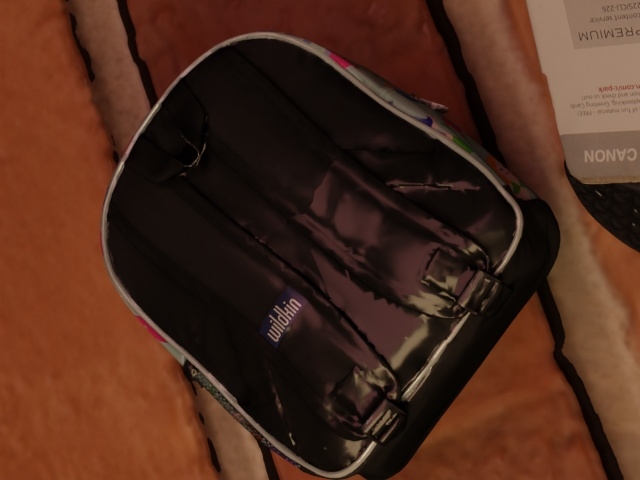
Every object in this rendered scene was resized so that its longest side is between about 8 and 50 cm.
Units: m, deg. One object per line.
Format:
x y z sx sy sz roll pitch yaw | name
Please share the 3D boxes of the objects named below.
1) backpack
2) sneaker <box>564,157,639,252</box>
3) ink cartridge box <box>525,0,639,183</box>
0.000 0.000 0.997 0.253 0.191 0.225 37 99 17 | backpack
0.265 -0.032 0.951 0.234 0.084 0.097 18 65 27 | sneaker
0.261 -0.179 0.849 0.309 0.130 0.272 1 113 41 | ink cartridge box
